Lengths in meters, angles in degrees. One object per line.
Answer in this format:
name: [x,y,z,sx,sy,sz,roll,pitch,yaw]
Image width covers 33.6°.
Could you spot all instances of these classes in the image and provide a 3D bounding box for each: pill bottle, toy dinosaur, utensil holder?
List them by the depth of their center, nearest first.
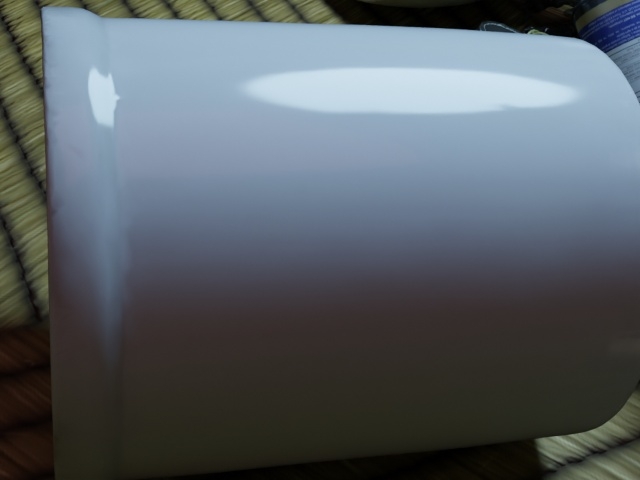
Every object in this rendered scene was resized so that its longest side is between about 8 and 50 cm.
utensil holder: [0.000,0.000,0.765,0.385,0.328,0.328,-2,41,-13]
pill bottle: [0.353,-0.162,1.101,0.122,0.123,0.219,-17,84,-26]
toy dinosaur: [0.315,-0.289,1.340,0.118,0.064,0.268,-12,23,13]

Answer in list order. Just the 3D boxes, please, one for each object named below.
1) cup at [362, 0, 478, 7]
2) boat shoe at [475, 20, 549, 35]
cup: [0.183,-0.436,1.356,0.237,0.331,0.331,10,32,-39]
boat shoe: [0.263,-0.207,1.245,0.081,0.069,0.228,-19,47,-29]
